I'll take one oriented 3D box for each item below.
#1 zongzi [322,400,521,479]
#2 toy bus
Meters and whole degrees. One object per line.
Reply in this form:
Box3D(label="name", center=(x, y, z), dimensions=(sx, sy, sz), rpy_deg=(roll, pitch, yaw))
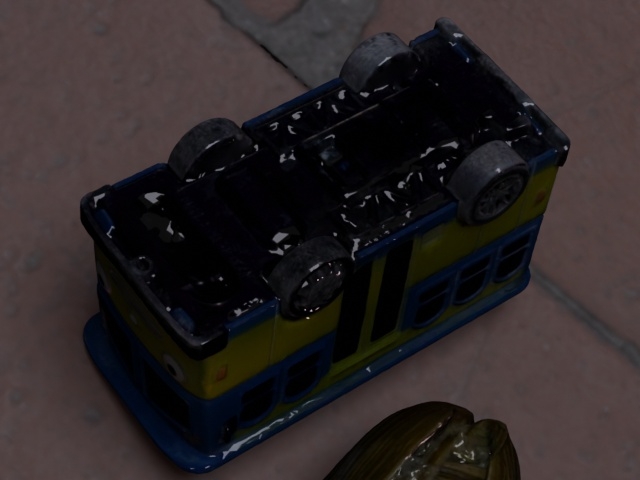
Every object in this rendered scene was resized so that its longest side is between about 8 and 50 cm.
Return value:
Box3D(label="zongzi", center=(-0.035, 0.202, 1.071), dimensions=(0.288, 0.134, 0.286), rpy_deg=(17, 57, 0))
Box3D(label="toy bus", center=(0.000, 0.000, 1.131), dimensions=(0.287, 0.175, 0.138), rpy_deg=(-28, 61, -24))
